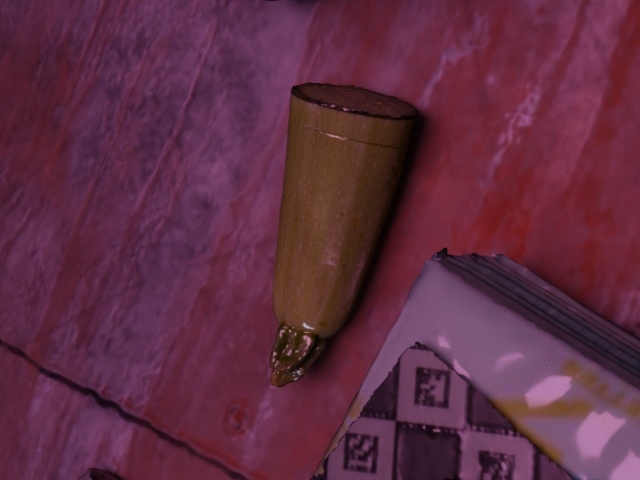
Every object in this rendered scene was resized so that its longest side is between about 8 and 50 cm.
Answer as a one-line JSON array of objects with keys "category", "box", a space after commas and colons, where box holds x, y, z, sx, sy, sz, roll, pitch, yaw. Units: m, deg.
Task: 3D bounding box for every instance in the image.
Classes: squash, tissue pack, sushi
[{"category": "squash", "box": [0.000, 0.000, 1.378, 0.094, 0.094, 0.224, 19, 100, 29]}, {"category": "tissue pack", "box": [0.183, 0.218, 1.214, 0.388, 0.162, 0.287, 32, 101, 27]}, {"category": "sushi", "box": [0.059, 0.216, 1.165, 0.219, 0.047, 0.231, 43, 108, 24]}]

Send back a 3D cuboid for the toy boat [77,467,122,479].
[{"category": "toy boat", "box": [-0.171, 0.249, 1.488, 0.096, 0.034, 0.122, 34, 110, 27]}]
